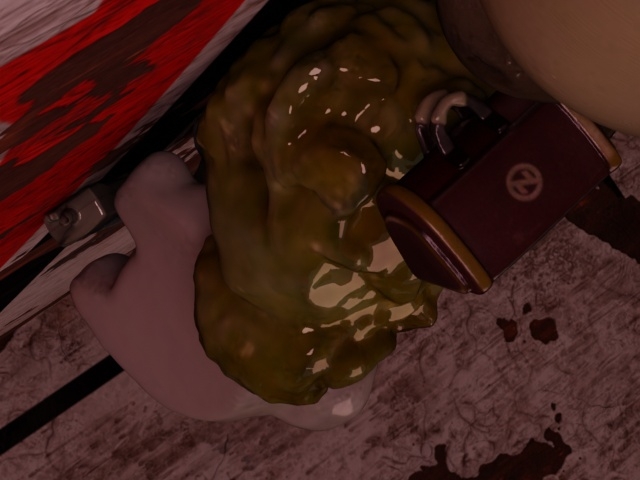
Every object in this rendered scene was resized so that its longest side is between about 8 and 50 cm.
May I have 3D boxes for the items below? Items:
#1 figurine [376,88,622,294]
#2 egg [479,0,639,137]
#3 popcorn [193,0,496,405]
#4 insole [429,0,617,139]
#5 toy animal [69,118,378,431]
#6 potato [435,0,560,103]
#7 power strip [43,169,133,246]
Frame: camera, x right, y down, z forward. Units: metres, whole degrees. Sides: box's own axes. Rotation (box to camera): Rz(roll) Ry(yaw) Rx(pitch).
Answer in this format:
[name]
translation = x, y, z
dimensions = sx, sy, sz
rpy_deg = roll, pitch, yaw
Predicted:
[figurine]
translation = 0.100, -0.053, 0.979
dimensions = 0.154, 0.098, 0.082
rpy_deg = -44, -161, -13
[egg]
translation = 0.158, -0.139, 0.593
dimensions = 0.241, 0.186, 0.186
rpy_deg = -43, -177, -14
[popcorn]
translation = 0.034, -0.035, 1.112
dimensions = 0.225, 0.174, 0.286
rpy_deg = -16, 135, -31
[insole]
translation = 0.117, -0.126, 1.226
dimensions = 0.348, 0.009, 0.119
rpy_deg = 31, -76, 59
[toy animal]
translation = -0.009, -0.005, 1.365
dimensions = 0.367, 0.241, 0.196
rpy_deg = -47, 177, -46
[potato]
translation = 0.157, -0.169, 0.938
dimensions = 0.165, 0.165, 0.262
rpy_deg = -33, -174, 33
[power strip]
translation = -0.174, -0.026, 1.342
dimensions = 0.047, 0.030, 0.191
rpy_deg = -35, -178, 12
